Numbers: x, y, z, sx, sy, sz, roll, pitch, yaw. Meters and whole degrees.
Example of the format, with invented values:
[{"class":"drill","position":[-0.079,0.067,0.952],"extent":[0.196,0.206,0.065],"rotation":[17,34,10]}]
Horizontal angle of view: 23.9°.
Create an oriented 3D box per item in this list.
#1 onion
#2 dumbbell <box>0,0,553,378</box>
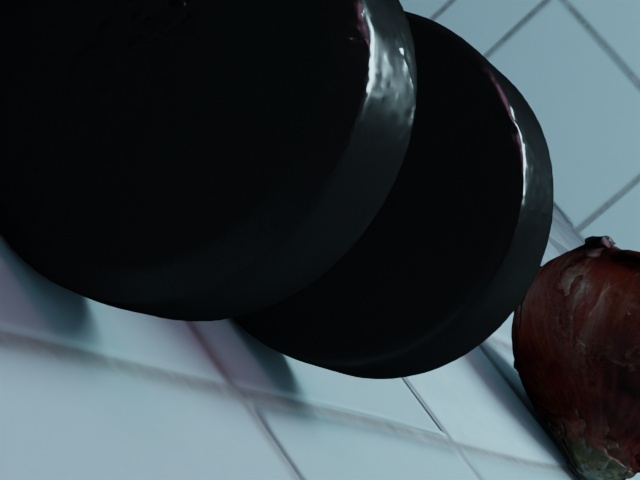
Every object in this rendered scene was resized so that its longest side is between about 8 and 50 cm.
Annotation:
[{"class":"onion","position":[0.207,0.094,1.020],"extent":[0.184,0.184,0.147],"rotation":[44,54,-19]},{"class":"dumbbell","position":[-0.013,-0.035,0.568],"extent":[0.152,0.152,0.218],"rotation":[53,13,25]}]
